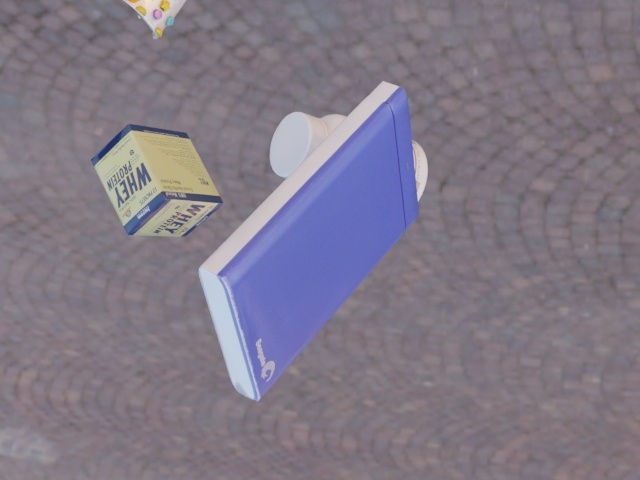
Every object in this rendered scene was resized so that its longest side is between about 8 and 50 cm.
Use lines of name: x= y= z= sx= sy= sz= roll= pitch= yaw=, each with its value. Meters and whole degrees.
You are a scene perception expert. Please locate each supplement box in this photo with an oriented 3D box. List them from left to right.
supplement box: x=-0.148 y=-0.053 z=1.094 sx=0.056 sy=0.083 sz=0.083 roll=-39 pitch=159 yaw=27

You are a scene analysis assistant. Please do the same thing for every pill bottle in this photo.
pill bottle: x=0.034 y=-0.099 z=1.534 sx=0.187 sy=0.112 sz=0.112 roll=15 pitch=153 yaw=-37

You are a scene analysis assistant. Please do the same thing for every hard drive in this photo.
hard drive: x=0.000 y=0.000 z=1.325 sx=0.040 sy=0.318 sz=0.210 roll=25 pitch=146 yaw=29

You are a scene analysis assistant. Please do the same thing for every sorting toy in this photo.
sorting toy: x=-0.225 y=-0.334 z=1.691 sx=0.045 sy=0.075 sz=0.083 roll=31 pitch=165 yaw=48
